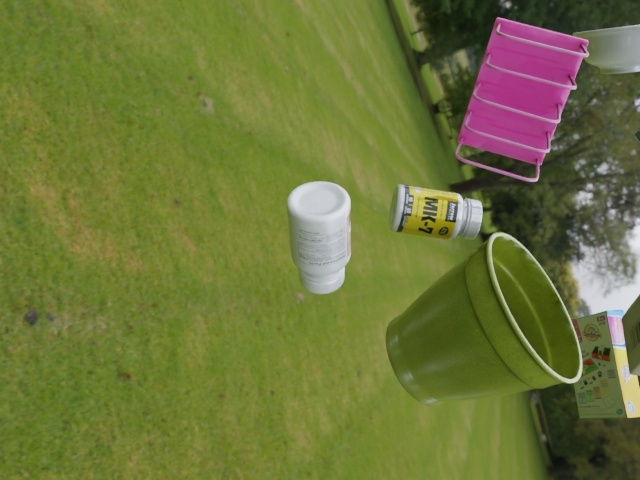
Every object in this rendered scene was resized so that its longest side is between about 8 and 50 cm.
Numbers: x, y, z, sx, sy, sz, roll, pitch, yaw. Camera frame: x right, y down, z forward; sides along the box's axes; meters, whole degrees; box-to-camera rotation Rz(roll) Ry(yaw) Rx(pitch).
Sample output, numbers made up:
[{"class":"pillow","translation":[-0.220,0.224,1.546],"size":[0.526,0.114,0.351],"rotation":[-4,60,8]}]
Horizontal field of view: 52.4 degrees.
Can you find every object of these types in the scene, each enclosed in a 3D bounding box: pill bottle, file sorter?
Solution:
[{"class":"pill bottle","translation":[0.280,-0.066,1.595],"size":[0.119,0.208,0.119],"rotation":[-172,-90,-88]},{"class":"file sorter","translation":[0.428,-0.299,1.402],"size":[0.182,0.202,0.291],"rotation":[-56,161,-60]},{"class":"pill bottle","translation":[0.000,0.000,1.383],"size":[0.131,0.131,0.229],"rotation":[-84,174,-47]}]

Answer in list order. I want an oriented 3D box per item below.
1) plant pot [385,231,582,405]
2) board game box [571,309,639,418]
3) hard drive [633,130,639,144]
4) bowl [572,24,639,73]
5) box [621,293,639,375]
[{"class":"plant pot","translation":[0.356,0.222,1.538],"size":[0.366,0.353,0.366],"rotation":[35,37,-32]},{"class":"board game box","translation":[0.875,0.390,2.028],"size":[0.242,0.064,0.316],"rotation":[130,-43,-71]},{"class":"hard drive","translation":[0.739,-0.180,1.422],"size":[0.094,0.022,0.135],"rotation":[41,28,-16]},{"class":"bowl","translation":[0.918,-0.576,1.955],"size":[0.298,0.298,0.134],"rotation":[-51,136,-68]},{"class":"box","translation":[0.714,0.172,1.132],"size":[0.148,0.311,0.121],"rotation":[88,10,-54]}]
